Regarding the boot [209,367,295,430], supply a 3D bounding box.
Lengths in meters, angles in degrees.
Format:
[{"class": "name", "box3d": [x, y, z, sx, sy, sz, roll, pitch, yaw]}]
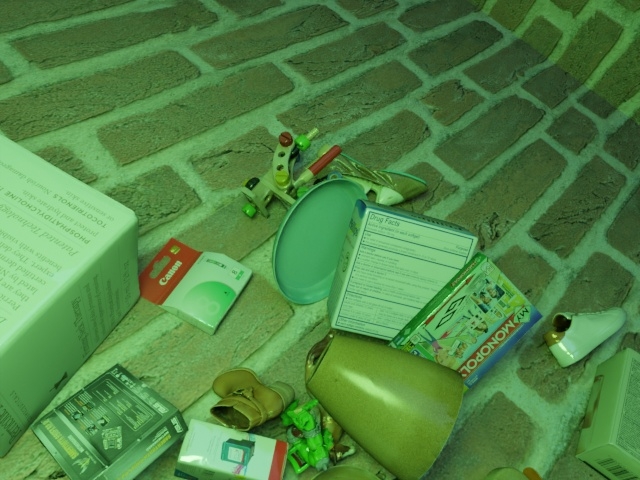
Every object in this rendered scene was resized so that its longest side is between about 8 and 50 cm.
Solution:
[{"class": "boot", "box3d": [-0.165, 0.304, 0.959, 0.152, 0.197, 0.073, -10, 96, -62]}]

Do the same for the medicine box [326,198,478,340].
[{"class": "medicine box", "box3d": [0.179, 0.078, 1.172, 0.263, 0.289, 0.149, 14, 10, -8]}]

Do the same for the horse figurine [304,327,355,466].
[{"class": "horse figurine", "box3d": [0.036, 0.331, 1.094, 0.174, 0.066, 0.263, -14, 67, -31]}]

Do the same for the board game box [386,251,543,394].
[{"class": "board game box", "box3d": [0.314, 0.210, 1.117, 0.213, 0.046, 0.317, 42, 94, -17]}]

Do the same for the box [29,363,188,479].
[{"class": "box", "box3d": [-0.374, 0.330, 0.881, 0.231, 0.056, 0.183, 13, 39, 41]}]

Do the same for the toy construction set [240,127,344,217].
[{"class": "toy construction set", "box3d": [-0.075, -0.129, 1.251, 0.237, 0.309, 0.257, -43, 91, -11]}]

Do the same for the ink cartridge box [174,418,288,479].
[{"class": "ink cartridge box", "box3d": [-0.145, 0.413, 0.929, 0.231, 0.134, 0.078, 17, 52, -7]}]

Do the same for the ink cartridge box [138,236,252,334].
[{"class": "ink cartridge box", "box3d": [-0.297, 0.091, 1.161, 0.224, 0.056, 0.181, 30, 51, 1]}]

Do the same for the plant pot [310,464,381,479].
[{"class": "plant pot", "box3d": [0.048, 0.554, 0.945, 0.236, 0.032, 0.236, 11, 58, -19]}]

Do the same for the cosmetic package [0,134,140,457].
[{"class": "cosmetic package", "box3d": [-0.578, 0.093, 0.886, 0.327, 0.329, 0.394, 30, 52, 3]}]

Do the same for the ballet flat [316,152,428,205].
[{"class": "ballet flat", "box3d": [0.142, -0.160, 1.467, 0.342, 0.116, 0.124, 19, 72, -5]}]

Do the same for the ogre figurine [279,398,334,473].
[{"class": "ogre figurine", "box3d": [-0.034, 0.378, 0.975, 0.096, 0.197, 0.118, -19, 84, -41]}]

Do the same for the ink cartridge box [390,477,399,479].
[{"class": "ink cartridge box", "box3d": [0.123, 0.575, 0.918, 0.208, 0.045, 0.206, -11, 67, -31]}]

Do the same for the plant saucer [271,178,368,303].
[{"class": "plant saucer", "box3d": [0.000, 0.000, 1.191, 0.317, 0.318, 0.043, -31, 42, -34]}]

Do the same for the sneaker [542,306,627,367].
[{"class": "sneaker", "box3d": [0.730, 0.228, 1.380, 0.290, 0.106, 0.123, -23, 68, -29]}]

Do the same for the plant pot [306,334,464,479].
[{"class": "plant pot", "box3d": [0.110, 0.299, 0.989, 0.254, 0.237, 0.237, 31, 52, 3]}]

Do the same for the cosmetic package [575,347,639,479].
[{"class": "cosmetic package", "box3d": [0.755, 0.435, 1.227, 0.153, 0.129, 0.296, 36, 53, 10]}]

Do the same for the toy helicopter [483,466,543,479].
[{"class": "toy helicopter", "box3d": [0.453, 0.629, 1.010, 0.235, 0.140, 0.355, -23, 76, -41]}]
